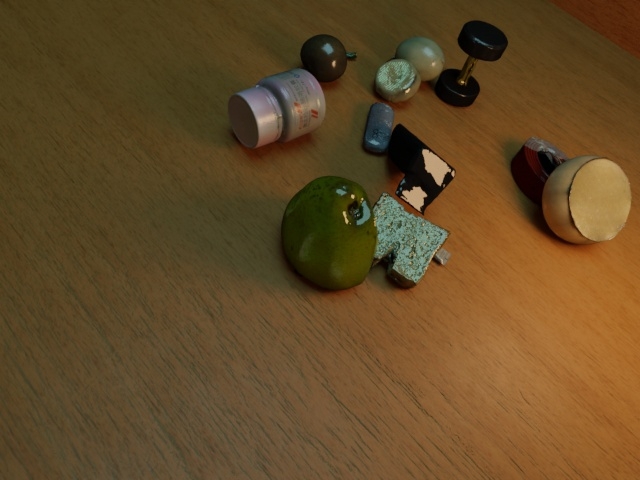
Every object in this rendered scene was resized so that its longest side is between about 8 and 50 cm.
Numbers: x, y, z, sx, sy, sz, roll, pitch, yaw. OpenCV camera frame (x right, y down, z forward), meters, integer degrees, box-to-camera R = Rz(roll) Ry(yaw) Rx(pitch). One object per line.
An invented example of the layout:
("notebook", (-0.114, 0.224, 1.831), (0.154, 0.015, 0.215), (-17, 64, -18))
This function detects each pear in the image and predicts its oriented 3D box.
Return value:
("pear", (0.024, -0.051, 1.420), (0.238, 0.318, 0.343), (-9, 59, -26))

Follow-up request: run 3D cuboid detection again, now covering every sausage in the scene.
("sausage", (0.333, -0.844, 2.234), (0.034, 0.034, 0.253), (34, 55, 9))

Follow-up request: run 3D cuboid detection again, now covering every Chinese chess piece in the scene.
("Chinese chess piece", (1.008, -0.152, 1.780), (0.337, 0.140, 0.339), (-1, 94, -20))

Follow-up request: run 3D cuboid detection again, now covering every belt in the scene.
("belt", (0.927, -0.290, 1.961), (0.227, 0.115, 0.324), (-6, 58, -20))

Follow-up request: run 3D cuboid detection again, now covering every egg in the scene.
("egg", (0.453, -0.833, 2.159), (0.253, 0.187, 0.186), (33, 52, 31))

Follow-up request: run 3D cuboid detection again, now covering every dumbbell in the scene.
("dumbbell", (0.664, -0.781, 2.098), (0.203, 0.323, 0.204), (7, 54, -10))

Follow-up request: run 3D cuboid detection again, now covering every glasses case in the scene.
("glasses case", (0.239, -0.464, 1.925), (0.109, 0.067, 0.283), (19, 55, -5))

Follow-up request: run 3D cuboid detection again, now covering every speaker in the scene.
("speaker", (0.336, -0.271, 1.724), (0.180, 0.184, 0.388), (34, 19, -20))

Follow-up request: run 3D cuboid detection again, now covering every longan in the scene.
("longan", (0.019, -0.781, 2.013), (0.197, 0.198, 0.213), (-17, 59, -25))

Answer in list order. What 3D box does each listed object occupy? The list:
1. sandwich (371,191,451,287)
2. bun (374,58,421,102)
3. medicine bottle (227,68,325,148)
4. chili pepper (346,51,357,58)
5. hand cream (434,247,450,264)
("sandwich", (0.254, 0.006, 1.567), (0.273, 0.095, 0.249), (33, 71, 7))
("bun", (0.342, -0.691, 2.082), (0.222, 0.127, 0.223), (-6, 65, 14))
("medicine bottle", (-0.159, -0.476, 1.717), (0.301, 0.241, 0.241), (-29, 68, -30))
("chili pepper", (0.114, -0.873, 2.197), (0.117, 0.035, 0.055), (26, 40, 16))
("hand cream", (0.366, 0.011, 1.652), (0.194, 0.042, 0.067), (38, 47, 7))
